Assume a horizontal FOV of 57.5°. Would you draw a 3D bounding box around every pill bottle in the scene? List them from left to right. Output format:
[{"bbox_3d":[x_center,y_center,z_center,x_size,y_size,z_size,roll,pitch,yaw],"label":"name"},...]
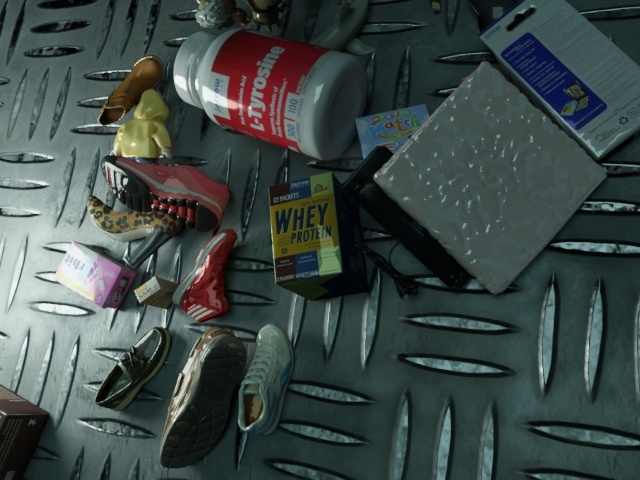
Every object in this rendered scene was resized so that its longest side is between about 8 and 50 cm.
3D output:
[{"bbox_3d":[-0.119,-0.341,1.309,0.407,0.229,0.229,22,84,24],"label":"pill bottle"}]

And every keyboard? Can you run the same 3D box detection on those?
[{"bbox_3d":[0.166,-0.014,1.149,0.317,0.033,0.201,43,89,-4],"label":"keyboard"}]

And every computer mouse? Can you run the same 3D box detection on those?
[{"bbox_3d":[0.337,-0.537,1.288,0.183,0.060,0.262,-14,71,15],"label":"computer mouse"}]

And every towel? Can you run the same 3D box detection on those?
[{"bbox_3d":[0.320,-0.119,1.111,0.332,0.053,0.317,43,90,-2],"label":"towel"}]

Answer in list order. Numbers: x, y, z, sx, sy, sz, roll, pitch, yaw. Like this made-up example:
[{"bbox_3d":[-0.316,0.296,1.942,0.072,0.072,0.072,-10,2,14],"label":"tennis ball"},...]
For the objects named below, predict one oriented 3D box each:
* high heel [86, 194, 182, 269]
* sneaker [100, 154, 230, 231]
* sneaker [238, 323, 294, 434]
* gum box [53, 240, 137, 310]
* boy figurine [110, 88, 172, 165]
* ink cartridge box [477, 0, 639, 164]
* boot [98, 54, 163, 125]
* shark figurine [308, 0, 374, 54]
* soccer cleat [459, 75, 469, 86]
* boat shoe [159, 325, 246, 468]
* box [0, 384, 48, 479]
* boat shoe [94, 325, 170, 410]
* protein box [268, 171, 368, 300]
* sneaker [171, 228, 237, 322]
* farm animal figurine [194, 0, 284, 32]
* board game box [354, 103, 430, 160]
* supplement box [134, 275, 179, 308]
[{"bbox_3d":[-0.457,-0.073,1.442,0.186,0.093,0.261,-44,68,-4],"label":"high heel"},{"bbox_3d":[-0.360,-0.129,1.377,0.313,0.116,0.136,24,45,2],"label":"sneaker"},{"bbox_3d":[-0.116,0.286,1.212,0.087,0.092,0.229,1,75,22],"label":"sneaker"},{"bbox_3d":[-0.553,0.088,1.439,0.188,0.062,0.107,24,85,24],"label":"gum box"},{"bbox_3d":[-0.452,-0.242,1.478,0.177,0.092,0.286,-2,74,20],"label":"boy figurine"},{"bbox_3d":[0.501,-0.338,1.173,0.175,0.069,0.371,-37,69,8],"label":"ink cartridge box"},{"bbox_3d":[-0.484,-0.378,1.493,0.197,0.073,0.152,-37,28,27],"label":"boot"},{"bbox_3d":[0.065,-0.550,1.364,0.166,0.116,0.279,20,85,22],"label":"shark figurine"},{"bbox_3d":[0.348,-0.223,1.180,0.083,0.095,0.248,-28,68,11],"label":"soccer cleat"},{"bbox_3d":[-0.258,0.333,1.252,0.325,0.123,0.116,-63,32,5],"label":"boat shoe"},{"bbox_3d":[-0.876,0.436,1.424,0.381,0.143,0.191,18,82,21],"label":"box"},{"bbox_3d":[-0.430,0.293,1.333,0.080,0.073,0.224,36,90,24],"label":"boat shoe"},{"bbox_3d":[0.000,0.000,1.188,0.135,0.200,0.201,-11,72,16],"label":"protein box"},{"bbox_3d":[-0.228,0.090,1.323,0.128,0.087,0.221,39,103,16],"label":"sneaker"},{"bbox_3d":[-0.124,-0.602,1.392,0.330,0.327,0.172,-32,107,12],"label":"farm animal figurine"},{"bbox_3d":[0.168,-0.184,1.223,0.160,0.039,0.212,-12,57,2],"label":"board game box"},{"bbox_3d":[-0.371,0.121,1.345,0.062,0.098,0.036,-35,67,8],"label":"supplement box"}]
